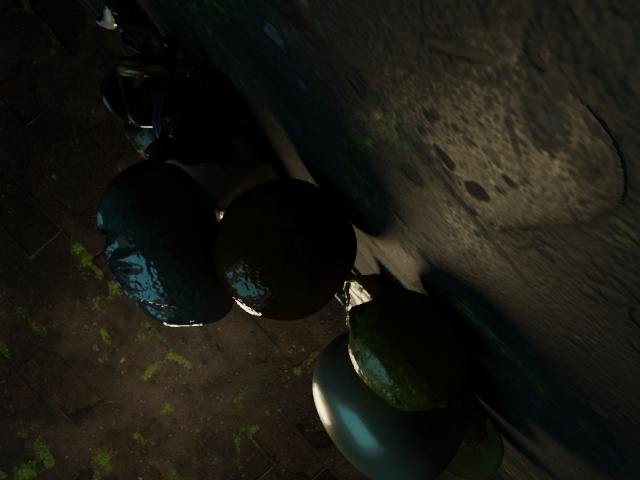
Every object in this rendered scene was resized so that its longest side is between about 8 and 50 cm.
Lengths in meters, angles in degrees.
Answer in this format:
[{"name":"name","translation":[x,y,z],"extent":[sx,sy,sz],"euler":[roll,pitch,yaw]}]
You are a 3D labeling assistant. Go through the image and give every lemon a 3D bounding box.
[{"name":"lemon","translation":[0.137,0.171,0.903],"extent":[0.193,0.180,0.180],"euler":[51,177,36]}]

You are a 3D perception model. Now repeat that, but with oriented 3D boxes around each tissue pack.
[{"name":"tissue pack","translation":[-0.239,-0.171,1.429],"extent":[0.356,0.194,0.266],"euler":[44,173,29]}]

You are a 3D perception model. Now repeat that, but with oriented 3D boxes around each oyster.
[{"name":"oyster","translation":[-0.453,-0.506,1.400],"extent":[0.198,0.092,0.259],"euler":[46,-177,33]}]

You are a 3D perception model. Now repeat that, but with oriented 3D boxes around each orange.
[{"name":"orange","translation":[-0.061,0.015,1.017],"extent":[0.264,0.264,0.264],"euler":[48,175,6]}]

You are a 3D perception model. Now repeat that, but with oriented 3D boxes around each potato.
[{"name":"potato","translation":[0.378,0.505,1.480],"extent":[0.203,0.178,0.158],"euler":[19,178,25]}]

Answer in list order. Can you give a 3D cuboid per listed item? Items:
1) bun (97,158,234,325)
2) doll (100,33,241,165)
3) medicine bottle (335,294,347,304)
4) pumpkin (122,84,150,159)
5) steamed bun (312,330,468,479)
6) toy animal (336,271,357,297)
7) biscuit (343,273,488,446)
[{"name":"bun","translation":[-0.303,0.011,1.132],"extent":[0.362,0.211,0.362],"euler":[162,90,-85]},{"name":"doll","translation":[-0.284,-0.283,1.155],"extent":[0.318,0.209,0.340],"euler":[11,-157,-37]},{"name":"medicine bottle","translation":[0.084,0.169,1.861],"extent":[0.055,0.074,0.118],"euler":[46,174,21]},{"name":"pumpkin","translation":[-0.529,-0.384,1.958],"extent":[0.328,0.257,0.291],"euler":[53,167,42]},{"name":"steamed bun","translation":[0.113,0.324,1.102],"extent":[0.324,0.206,0.324],"euler":[45,156,26]},{"name":"toy animal","translation":[0.103,0.161,1.623],"extent":[0.253,0.079,0.070],"euler":[53,-165,-30]},{"name":"biscuit","translation":[0.206,0.261,1.280],"extent":[0.446,0.104,0.429],"euler":[48,165,26]}]
